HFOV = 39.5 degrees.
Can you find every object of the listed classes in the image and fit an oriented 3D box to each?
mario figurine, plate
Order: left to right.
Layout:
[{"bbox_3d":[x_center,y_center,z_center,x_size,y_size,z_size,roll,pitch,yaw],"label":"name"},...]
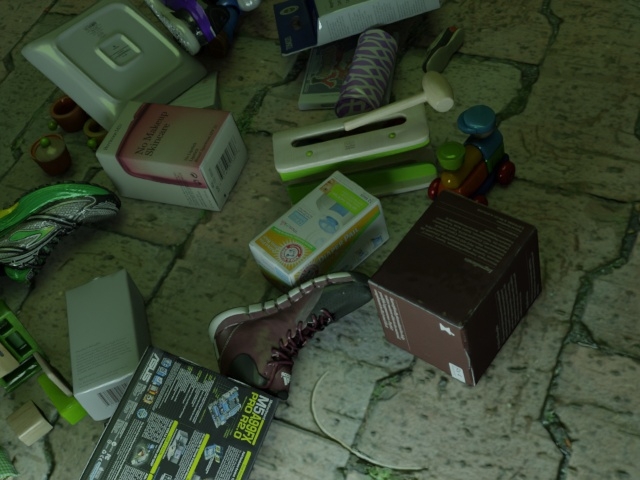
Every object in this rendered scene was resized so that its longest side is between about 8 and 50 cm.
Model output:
[{"bbox_3d":[-0.411,-0.374,1.814,0.278,0.045,0.277,41,56,5],"label":"plate"},{"bbox_3d":[-0.219,-0.568,1.962,0.198,0.170,0.321,24,65,-9],"label":"mario figurine"}]

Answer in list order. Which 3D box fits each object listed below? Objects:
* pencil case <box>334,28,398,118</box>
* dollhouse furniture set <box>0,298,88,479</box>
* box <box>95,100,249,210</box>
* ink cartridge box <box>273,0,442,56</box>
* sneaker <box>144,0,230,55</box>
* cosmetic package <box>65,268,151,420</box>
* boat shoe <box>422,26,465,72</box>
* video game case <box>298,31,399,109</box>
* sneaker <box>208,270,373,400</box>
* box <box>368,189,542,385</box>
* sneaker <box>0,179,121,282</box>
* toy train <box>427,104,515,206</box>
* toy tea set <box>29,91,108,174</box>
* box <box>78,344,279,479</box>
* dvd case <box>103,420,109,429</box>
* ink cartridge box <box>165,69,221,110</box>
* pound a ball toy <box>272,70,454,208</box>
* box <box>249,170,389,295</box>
[{"bbox_3d":[0.086,-0.313,1.702,0.088,0.086,0.206,-24,36,45],"label":"pencil case"},{"bbox_3d":[-0.554,0.277,1.398,0.301,0.151,0.197,-38,52,-15],"label":"dollhouse furniture set"},{"bbox_3d":[-0.277,-0.162,1.686,0.232,0.127,0.149,9,56,22],"label":"box"},{"bbox_3d":[0.058,-0.514,1.855,0.329,0.072,0.324,-16,33,2],"label":"ink cartridge box"},{"bbox_3d":[-0.288,-0.520,1.878,0.146,0.102,0.293,-38,64,-4],"label":"sneaker"},{"bbox_3d":[-0.345,0.167,1.465,0.117,0.086,0.231,-20,45,1],"label":"cosmetic package"},{"bbox_3d":[0.235,-0.375,1.759,0.043,0.049,0.137,19,57,32],"label":"boat shoe"},{"bbox_3d":[0.059,-0.344,1.802,0.183,0.023,0.201,-1,52,16],"label":"video game case"},{"bbox_3d":[-0.034,0.162,1.383,0.281,0.106,0.163,-21,54,13],"label":"sneaker"},{"bbox_3d":[0.206,0.068,1.331,0.167,0.169,0.203,27,63,32],"label":"box"},{"bbox_3d":[-0.528,0.000,1.653,0.343,0.134,0.146,-25,74,-9],"label":"sneaker"},{"bbox_3d":[0.219,-0.101,1.479,0.105,0.143,0.248,27,64,33],"label":"toy train"},{"bbox_3d":[-0.492,-0.289,1.852,0.199,0.124,0.336,-1,52,15],"label":"toy tea set"},{"bbox_3d":[-0.206,0.311,1.276,0.216,0.060,0.270,22,59,1],"label":"box"},{"bbox_3d":[-0.283,0.315,1.379,0.087,0.013,0.119,-25,48,-4],"label":"dvd case"},{"bbox_3d":[-0.279,-0.287,1.857,0.145,0.045,0.179,-14,31,6],"label":"ink cartridge box"},{"bbox_3d":[0.076,-0.187,1.549,0.319,0.208,0.136,-12,50,7],"label":"pound a ball toy"},{"bbox_3d":[0.000,0.000,1.489,0.203,0.103,0.114,-40,52,-16],"label":"box"}]
